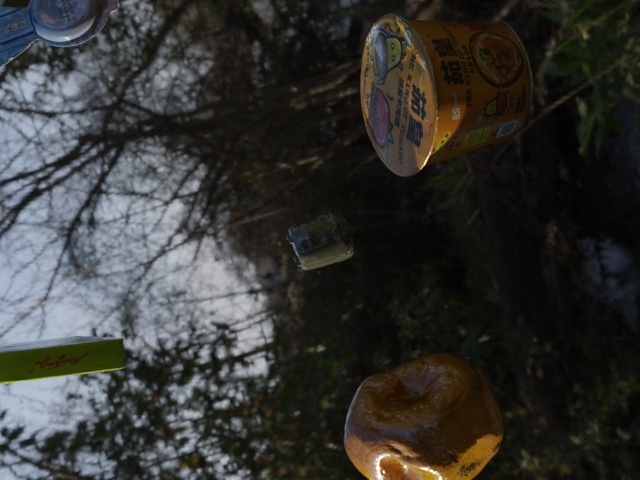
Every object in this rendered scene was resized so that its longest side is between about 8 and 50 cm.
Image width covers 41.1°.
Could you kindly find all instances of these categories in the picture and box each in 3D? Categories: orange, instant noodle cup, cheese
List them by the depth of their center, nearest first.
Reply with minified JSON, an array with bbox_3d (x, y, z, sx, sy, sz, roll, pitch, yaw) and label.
[{"bbox_3d":[0.172,-0.205,1.163,0.216,0.172,0.216,169,90,-69],"label":"instant noodle cup"},{"bbox_3d":[0.166,0.286,1.319,0.249,0.249,0.183,-113,1,-67],"label":"orange"},{"bbox_3d":[-0.482,-0.398,1.522,0.052,0.244,0.135,79,170,-79],"label":"cheese"}]

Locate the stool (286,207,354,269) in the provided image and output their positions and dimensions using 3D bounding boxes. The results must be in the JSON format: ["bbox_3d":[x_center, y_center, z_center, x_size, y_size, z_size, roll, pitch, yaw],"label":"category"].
[{"bbox_3d":[0.000,0.000,1.506,0.096,0.110,0.096,159,90,-86],"label":"stool"}]

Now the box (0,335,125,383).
[{"bbox_3d":[-0.416,0.174,1.263,0.335,0.187,0.047,169,96,-65],"label":"box"}]
